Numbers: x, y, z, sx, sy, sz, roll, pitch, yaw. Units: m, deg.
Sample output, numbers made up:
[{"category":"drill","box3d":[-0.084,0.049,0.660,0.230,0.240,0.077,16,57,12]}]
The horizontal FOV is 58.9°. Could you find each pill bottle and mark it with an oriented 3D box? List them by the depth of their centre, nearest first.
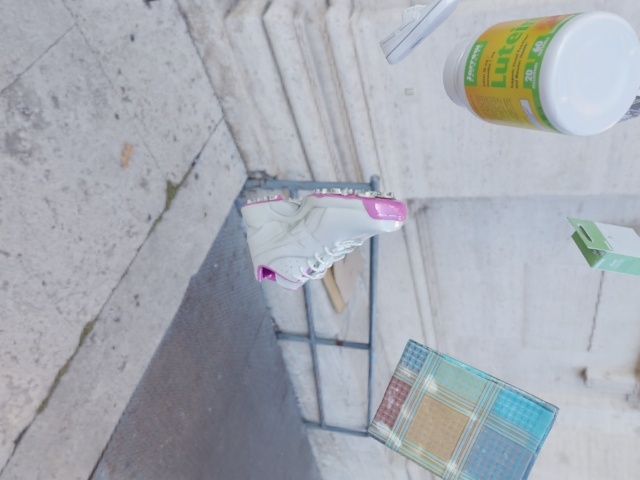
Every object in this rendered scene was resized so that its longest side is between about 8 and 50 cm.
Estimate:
[{"category":"pill bottle","box3d":[0.266,-0.215,0.736,0.246,0.136,0.136,-142,-138,-64]}]

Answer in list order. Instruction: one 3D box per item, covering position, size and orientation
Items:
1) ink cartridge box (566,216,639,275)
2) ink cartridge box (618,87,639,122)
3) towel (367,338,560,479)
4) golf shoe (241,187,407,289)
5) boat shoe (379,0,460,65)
[{"category":"ink cartridge box","box3d":[0.676,0.014,1.353,0.109,0.209,0.062,-101,-152,-43]},{"category":"ink cartridge box","box3d":[0.664,-0.320,1.305,0.206,0.208,0.045,170,-76,-70]},{"category":"towel","box3d":[0.321,0.427,1.322,0.271,0.370,0.040,-66,160,1]},{"category":"golf shoe","box3d":[0.000,0.000,0.784,0.115,0.306,0.140,2,87,-37]},{"category":"boat shoe","box3d":[0.246,-0.563,1.468,0.095,0.258,0.084,-32,88,-47]}]
